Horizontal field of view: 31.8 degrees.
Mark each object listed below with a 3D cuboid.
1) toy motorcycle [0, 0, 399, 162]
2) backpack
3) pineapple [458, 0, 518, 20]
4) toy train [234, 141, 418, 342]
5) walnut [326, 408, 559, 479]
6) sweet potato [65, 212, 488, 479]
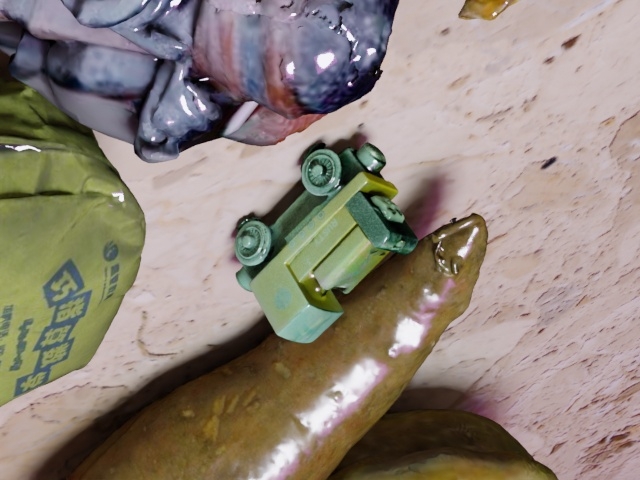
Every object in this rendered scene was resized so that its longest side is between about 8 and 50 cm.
[{"bbox_3d":[-0.114,-0.109,0.365,0.401,0.207,0.134,14,105,-40],"label":"toy motorcycle"},{"bbox_3d":[-0.209,0.011,0.506,0.253,0.140,0.207,-10,142,-35],"label":"backpack"},{"bbox_3d":[0.126,-0.204,0.478,0.186,0.114,0.236,17,121,-43],"label":"pineapple"},{"bbox_3d":[0.000,0.000,0.665,0.122,0.081,0.050,-44,146,21],"label":"toy train"},{"bbox_3d":[0.062,0.249,0.875,0.282,0.227,0.283,-15,145,-10],"label":"walnut"},{"bbox_3d":[-0.044,0.130,0.753,0.422,0.130,0.130,-40,142,9],"label":"sweet potato"}]
